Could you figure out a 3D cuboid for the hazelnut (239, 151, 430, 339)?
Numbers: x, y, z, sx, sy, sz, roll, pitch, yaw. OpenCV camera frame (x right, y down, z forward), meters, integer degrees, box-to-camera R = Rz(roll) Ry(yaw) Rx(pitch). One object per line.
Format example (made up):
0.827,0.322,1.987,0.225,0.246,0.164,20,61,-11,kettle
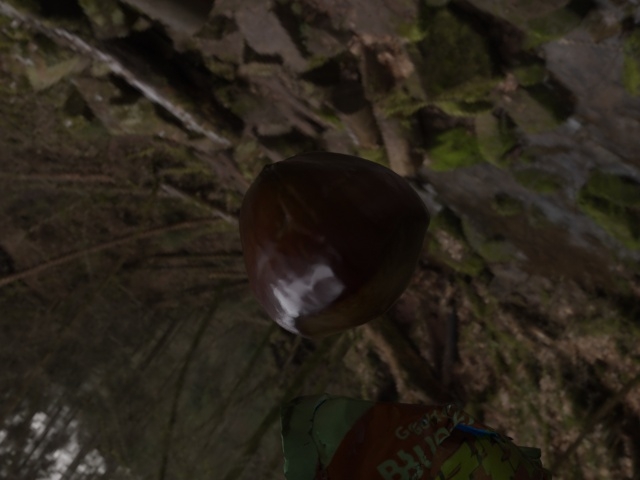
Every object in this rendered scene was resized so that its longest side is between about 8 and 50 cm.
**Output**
0.000,0.000,1.033,0.229,0.229,0.229,33,169,8,hazelnut

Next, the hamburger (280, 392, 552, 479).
0.049,0.236,0.583,0.150,0.276,0.260,-12,166,38,hamburger
